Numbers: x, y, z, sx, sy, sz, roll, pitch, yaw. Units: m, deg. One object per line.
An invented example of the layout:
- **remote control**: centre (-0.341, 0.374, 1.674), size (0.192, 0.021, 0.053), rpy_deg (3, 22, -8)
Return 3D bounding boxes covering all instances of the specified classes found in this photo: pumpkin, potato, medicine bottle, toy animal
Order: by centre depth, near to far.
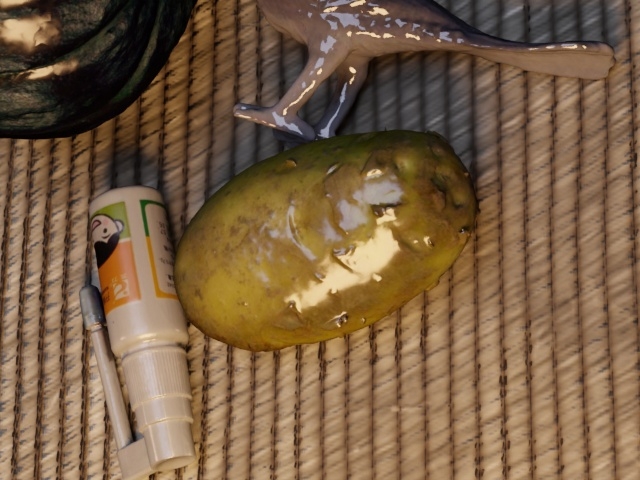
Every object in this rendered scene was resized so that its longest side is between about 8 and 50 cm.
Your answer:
- **potato**: centre (0.000, 0.000, 1.476), size (0.251, 0.113, 0.149), rpy_deg (-28, 74, 20)
- **pumpkin**: centre (-0.229, -0.255, 1.503), size (0.266, 0.363, 0.363), rpy_deg (5, 76, 14)
- **toy animal**: centre (0.023, -0.159, 1.530), size (0.367, 0.081, 0.205), rpy_deg (35, 90, 22)
- **medicine bottle**: centre (-0.144, 0.073, 1.538), size (0.092, 0.061, 0.220), rpy_deg (-29, 64, 37)
